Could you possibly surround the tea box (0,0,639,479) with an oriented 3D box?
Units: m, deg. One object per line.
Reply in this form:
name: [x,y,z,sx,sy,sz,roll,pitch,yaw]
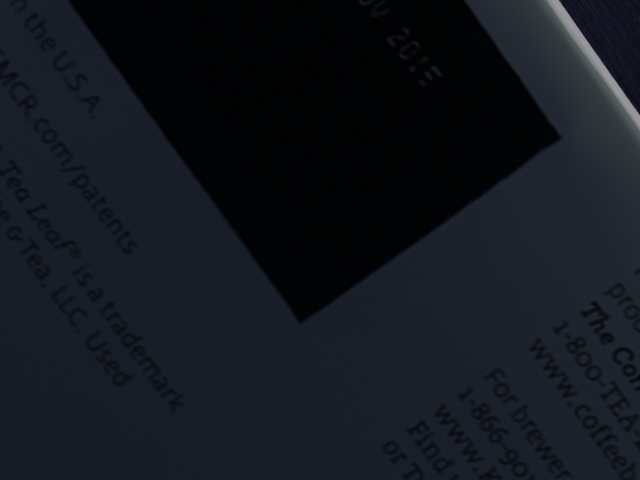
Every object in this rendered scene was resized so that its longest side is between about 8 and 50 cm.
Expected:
tea box: [0.003,0.035,0.497,0.329,0.220,0.323,55,7,-2]
